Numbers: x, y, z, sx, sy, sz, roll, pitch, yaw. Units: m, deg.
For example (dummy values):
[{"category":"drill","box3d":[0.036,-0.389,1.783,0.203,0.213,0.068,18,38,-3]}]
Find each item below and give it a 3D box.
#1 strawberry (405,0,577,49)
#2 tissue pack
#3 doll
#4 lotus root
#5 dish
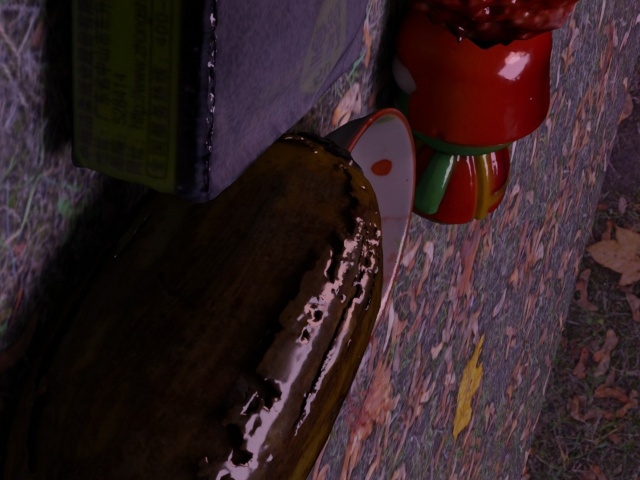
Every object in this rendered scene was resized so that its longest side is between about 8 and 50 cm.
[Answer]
[{"category":"strawberry","box3d":[0.149,-0.319,1.265,0.310,0.292,0.292,-53,172,25]},{"category":"tissue pack","box3d":[-0.051,-0.259,1.005,0.288,0.124,0.394,-48,148,-56]},{"category":"doll","box3d":[0.157,-0.177,1.639,0.182,0.160,0.363,-48,148,-42]},{"category":"lotus root","box3d":[-0.085,0.096,1.055,0.179,0.196,0.397,73,38,-56]},{"category":"dish","box3d":[0.000,0.000,1.430,0.260,0.085,0.260,15,90,-70]}]
